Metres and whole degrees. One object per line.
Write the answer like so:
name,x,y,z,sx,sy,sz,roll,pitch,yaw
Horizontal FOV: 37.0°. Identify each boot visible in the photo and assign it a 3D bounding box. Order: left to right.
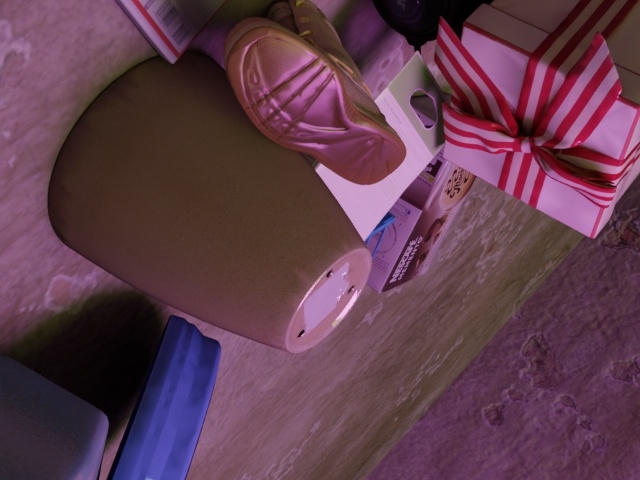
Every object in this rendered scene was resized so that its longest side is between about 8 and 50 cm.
boot,-0.028,-0.186,0.984,0.095,0.204,0.262,-39,141,19

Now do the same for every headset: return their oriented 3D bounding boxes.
headset,0.138,-0.322,1.212,0.243,0.185,0.394,-11,119,-52

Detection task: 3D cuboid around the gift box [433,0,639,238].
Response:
gift box,0.291,-0.195,1.142,0.258,0.255,0.276,-46,150,-29

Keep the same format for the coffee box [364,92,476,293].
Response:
coffee box,0.151,-0.077,1.549,0.168,0.118,0.297,-19,139,-55

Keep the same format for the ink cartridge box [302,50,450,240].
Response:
ink cartridge box,0.059,-0.109,1.194,0.235,0.056,0.171,-51,142,-5

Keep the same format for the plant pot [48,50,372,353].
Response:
plant pot,-0.091,-0.015,0.984,0.256,0.274,0.257,-41,154,-25

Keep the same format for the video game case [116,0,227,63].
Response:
video game case,-0.088,-0.319,0.871,0.285,0.025,0.204,-50,157,-6

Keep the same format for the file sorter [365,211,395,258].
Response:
file sorter,0.000,0.000,1.379,0.170,0.118,0.105,-31,152,-41

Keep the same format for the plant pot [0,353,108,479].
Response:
plant pot,-0.348,0.258,0.953,0.252,0.247,0.247,-50,162,-50

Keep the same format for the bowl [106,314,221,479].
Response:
bowl,-0.217,0.287,1.166,0.391,0.077,0.391,-159,-90,-82
